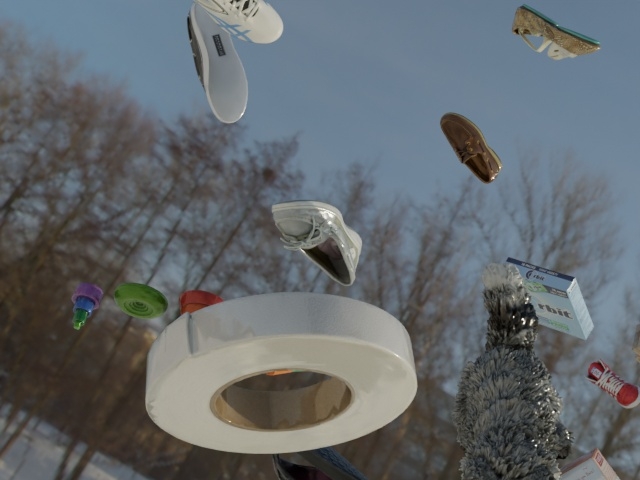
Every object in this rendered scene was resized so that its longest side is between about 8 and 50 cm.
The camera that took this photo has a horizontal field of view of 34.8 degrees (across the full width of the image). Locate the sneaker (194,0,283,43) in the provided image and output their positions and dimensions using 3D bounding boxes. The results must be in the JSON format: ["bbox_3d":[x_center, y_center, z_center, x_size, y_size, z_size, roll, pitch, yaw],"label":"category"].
[{"bbox_3d":[-0.151,-0.393,1.626,0.237,0.085,0.086,36,-4,-28],"label":"sneaker"}]

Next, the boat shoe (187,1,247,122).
[{"bbox_3d":[-0.196,-0.321,1.847,0.076,0.080,0.228,-9,-81,64],"label":"boat shoe"}]

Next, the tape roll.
[{"bbox_3d":[-0.057,0.200,1.466,0.392,0.072,0.392,-4,-33,-3],"label":"tape roll"}]

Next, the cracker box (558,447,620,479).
[{"bbox_3d":[0.507,0.521,1.872,0.232,0.156,0.067,56,24,7],"label":"cracker box"}]

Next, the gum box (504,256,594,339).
[{"bbox_3d":[0.472,0.121,2.124,0.157,0.041,0.184,20,-26,38],"label":"gum box"}]

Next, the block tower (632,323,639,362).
[{"bbox_3d":[0.901,0.207,2.467,0.091,0.097,0.335,36,-41,-12],"label":"block tower"}]

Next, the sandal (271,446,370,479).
[{"bbox_3d":[0.026,0.460,1.878,0.446,0.107,0.167,42,-4,-10],"label":"sandal"}]

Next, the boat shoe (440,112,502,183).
[{"bbox_3d":[0.315,-0.194,2.151,0.064,0.060,0.178,-30,-70,40],"label":"boat shoe"}]

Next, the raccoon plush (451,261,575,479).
[{"bbox_3d":[0.308,0.276,1.814,0.299,0.216,0.446,-10,83,-77],"label":"raccoon plush"}]

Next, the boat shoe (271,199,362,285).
[{"bbox_3d":[-0.002,0.001,2.164,0.118,0.103,0.320,-9,-24,22],"label":"boat shoe"}]

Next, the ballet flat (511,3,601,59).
[{"bbox_3d":[0.433,-0.374,1.895,0.073,0.067,0.206,11,22,-39],"label":"ballet flat"}]

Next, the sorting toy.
[{"bbox_3d":[-0.397,0.181,2.310,0.366,0.126,0.127,6,-35,7],"label":"sorting toy"}]

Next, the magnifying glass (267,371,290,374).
[{"bbox_3d":[-0.069,0.322,2.601,0.092,0.026,0.231,2,1,29],"label":"magnifying glass"}]

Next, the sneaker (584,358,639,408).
[{"bbox_3d":[0.469,0.229,1.643,0.067,0.042,0.118,37,0,-12],"label":"sneaker"}]
